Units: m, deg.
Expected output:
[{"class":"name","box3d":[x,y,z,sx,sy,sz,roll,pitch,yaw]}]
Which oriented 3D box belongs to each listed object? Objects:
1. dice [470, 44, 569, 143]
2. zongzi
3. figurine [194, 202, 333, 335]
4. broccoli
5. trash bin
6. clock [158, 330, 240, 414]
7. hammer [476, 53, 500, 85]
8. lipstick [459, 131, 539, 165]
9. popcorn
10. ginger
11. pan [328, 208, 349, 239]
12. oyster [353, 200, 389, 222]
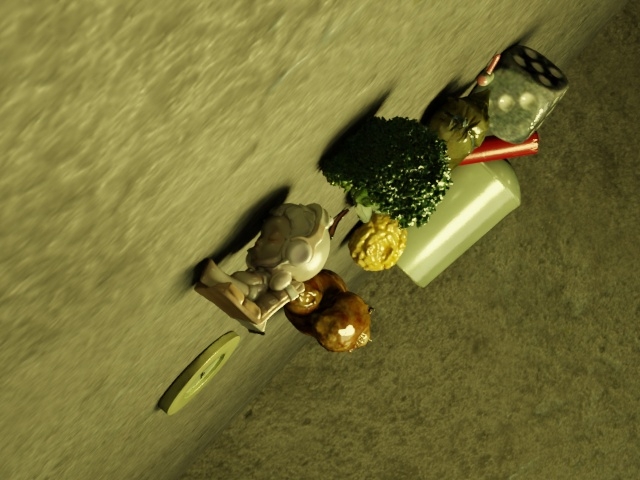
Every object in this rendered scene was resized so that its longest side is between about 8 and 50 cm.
[{"class":"dice","box3d":[0.496,-0.366,1.985,0.181,0.183,0.182,-36,164,-46]},{"class":"zongzi","box3d":[0.334,-0.285,1.757,0.274,0.125,0.251,-47,179,-14]},{"class":"figurine","box3d":[-0.073,0.022,1.210,0.237,0.141,0.162,-47,-160,-19]},{"class":"broccoli","box3d":[0.101,-0.101,1.316,0.194,0.219,0.194,-173,-90,-71]},{"class":"trash bin","box3d":[0.367,-0.097,2.286,0.432,0.280,0.280,-45,172,7]},{"class":"clock","box3d":[-0.269,0.295,1.772,0.235,0.029,0.235,-48,172,-9]},{"class":"hammer","box3d":[0.400,-0.403,1.859,0.052,0.031,0.083,-43,165,-46]},{"class":"lipstick","box3d":[0.437,-0.243,2.104,0.279,0.073,0.073,-8,174,7]},{"class":"popcorn","box3d":[0.156,-0.004,2.129,0.170,0.180,0.180,1,138,-40]},{"class":"ginger","box3d":[0.024,0.184,2.024,0.176,0.254,0.418,-53,177,-1]},{"class":"pan","box3d":[0.002,0.002,1.721,0.212,0.040,0.115,-41,175,-31]},{"class":"oyster","box3d":[0.136,-0.110,1.700,0.199,0.087,0.252,-39,166,15]}]
